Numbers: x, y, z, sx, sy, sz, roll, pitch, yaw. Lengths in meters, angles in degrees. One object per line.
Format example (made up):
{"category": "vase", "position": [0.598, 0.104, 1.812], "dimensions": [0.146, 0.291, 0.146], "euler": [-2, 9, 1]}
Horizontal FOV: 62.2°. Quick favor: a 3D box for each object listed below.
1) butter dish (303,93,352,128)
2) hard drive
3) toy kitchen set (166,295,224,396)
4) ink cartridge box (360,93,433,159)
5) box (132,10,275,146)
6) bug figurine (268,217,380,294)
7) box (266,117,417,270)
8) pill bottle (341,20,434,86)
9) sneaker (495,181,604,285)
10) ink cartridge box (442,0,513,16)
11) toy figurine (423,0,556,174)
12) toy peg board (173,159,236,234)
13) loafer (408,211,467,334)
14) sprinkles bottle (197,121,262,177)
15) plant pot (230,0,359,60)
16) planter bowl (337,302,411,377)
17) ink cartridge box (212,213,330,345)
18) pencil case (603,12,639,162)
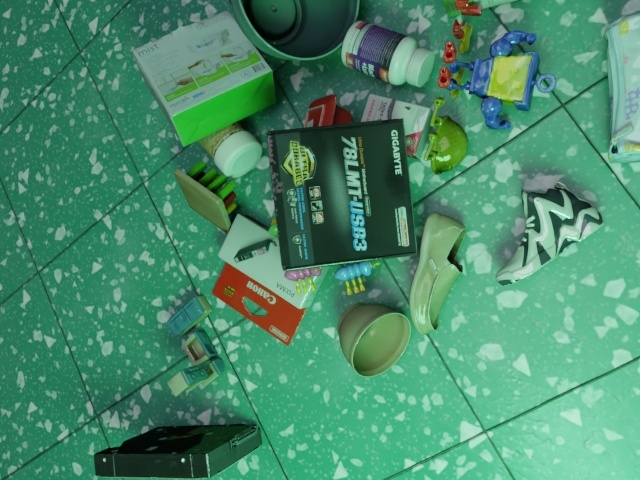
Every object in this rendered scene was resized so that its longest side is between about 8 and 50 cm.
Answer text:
{"category": "butter dish", "position": [0.030, -0.248, 1.248], "dimensions": [0.160, 0.118, 0.160], "euler": [15, 95, 65]}
{"category": "hard drive", "position": [-0.346, 0.519, 1.312], "dimensions": [0.338, 0.237, 0.064], "euler": [-11, 84, 22]}
{"category": "toy kitchen set", "position": [-0.334, 0.263, 1.353], "dimensions": [0.122, 0.166, 0.207], "euler": [-41, 74, 17]}
{"category": "ink cartridge box", "position": [0.169, -0.260, 1.211], "dimensions": [0.150, 0.063, 0.109], "euler": [20, 96, 22]}
{"category": "box", "position": [-0.279, -0.398, 1.286], "dimensions": [0.261, 0.127, 0.231], "euler": [-30, 69, -13]}
{"category": "bug figurine", "position": [0.000, 0.000, 1.226], "dimensions": [0.216, 0.072, 0.279], "euler": [-20, 71, -1]}
{"category": "box", "position": [0.046, -0.098, 1.135], "dimensions": [0.293, 0.073, 0.296], "euler": [-6, 94, -3]}
{"category": "pill bottle", "position": [0.153, -0.417, 1.200], "dimensions": [0.193, 0.108, 0.108], "euler": [28, 99, 22]}
{"category": "sneaker", "position": [0.426, -0.024, 1.074], "dimensions": [0.235, 0.094, 0.153], "euler": [-39, 72, 17]}
{"category": "ink cartridge box", "position": [0.372, -0.573, 1.061], "dimensions": [0.272, 0.198, 0.115], "euler": [-6, 84, 23]}
{"category": "toy figurine", "position": [0.357, -0.304, 1.072], "dimensions": [0.217, 0.191, 0.363], "euler": [11, 94, 19]}
{"category": "toy peg board", "position": [-0.277, -0.116, 1.371], "dimensions": [0.161, 0.161, 0.079], "euler": [34, 67, 21]}
{"category": "loafer", "position": [0.255, 0.073, 1.140], "dimensions": [0.092, 0.102, 0.269], "euler": [8, 90, 29]}
{"category": "sprinkles bottle", "position": [-0.302, -0.322, 1.388], "dimensions": [0.121, 0.121, 0.355], "euler": [-47, 71, 15]}
{"category": "plant pot", "position": [-0.084, -0.555, 1.231], "dimensions": [0.196, 0.292, 0.293], "euler": [17, 96, 62]}
{"category": "planter bowl", "position": [0.105, 0.205, 1.183], "dimensions": [0.109, 0.162, 0.162], "euler": [37, 104, 47]}
{"category": "ink cartridge box", "position": [-0.145, 0.098, 1.337], "dimensions": [0.275, 0.060, 0.239], "euler": [30, 98, 22]}
{"category": "pencil case", "position": [0.598, -0.280, 0.997], "dimensions": [0.124, 0.113, 0.273], "euler": [1, 87, 1]}
